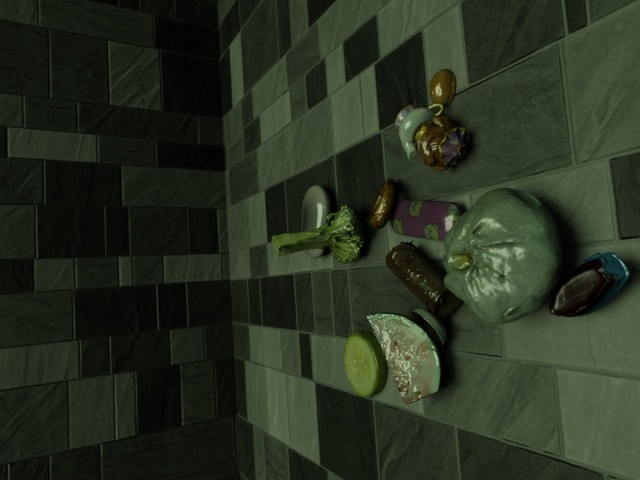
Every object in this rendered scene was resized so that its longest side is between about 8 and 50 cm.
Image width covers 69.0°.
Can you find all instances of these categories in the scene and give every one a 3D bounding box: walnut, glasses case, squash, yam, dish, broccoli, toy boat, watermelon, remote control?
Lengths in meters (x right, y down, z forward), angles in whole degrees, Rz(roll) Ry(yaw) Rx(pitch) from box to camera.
[{"bbox_3d":[0.373,-0.478,1.456,0.091,0.052,0.121,3,96,57],"label":"walnut"},{"bbox_3d":[0.335,-0.068,1.506,0.316,0.076,0.123,11,97,61],"label":"glasses case"},{"bbox_3d":[0.168,0.488,1.839,0.252,0.049,0.251,5,96,60],"label":"squash"},{"bbox_3d":[0.324,0.116,1.490,0.279,0.131,0.131,51,133,46],"label":"yam"},{"bbox_3d":[0.366,0.254,1.476,0.141,0.078,0.141,50,170,13],"label":"dish"},{"bbox_3d":[-0.002,-0.001,1.836,0.252,0.362,0.221,33,-136,-81],"label":"broccoli"},{"bbox_3d":[0.602,0.105,1.046,0.223,0.097,0.100,104,147,-54],"label":"toy boat"},{"bbox_3d":[0.274,0.361,1.513,0.305,0.180,0.224,65,149,22],"label":"watermelon"},{"bbox_3d":[-0.023,-0.083,2.093,0.221,0.104,0.331,-151,64,-62],"label":"remote control"}]

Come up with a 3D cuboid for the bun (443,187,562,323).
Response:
[{"bbox_3d":[0.436,0.031,1.181,0.354,0.194,0.354,-176,90,-73],"label":"bun"}]

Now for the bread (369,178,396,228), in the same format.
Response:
[{"bbox_3d":[0.226,-0.127,1.644,0.193,0.064,0.193,-161,90,-89],"label":"bread"}]

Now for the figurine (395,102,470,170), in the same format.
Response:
[{"bbox_3d":[0.341,-0.318,1.431,0.189,0.142,0.263,-57,42,23],"label":"figurine"}]
